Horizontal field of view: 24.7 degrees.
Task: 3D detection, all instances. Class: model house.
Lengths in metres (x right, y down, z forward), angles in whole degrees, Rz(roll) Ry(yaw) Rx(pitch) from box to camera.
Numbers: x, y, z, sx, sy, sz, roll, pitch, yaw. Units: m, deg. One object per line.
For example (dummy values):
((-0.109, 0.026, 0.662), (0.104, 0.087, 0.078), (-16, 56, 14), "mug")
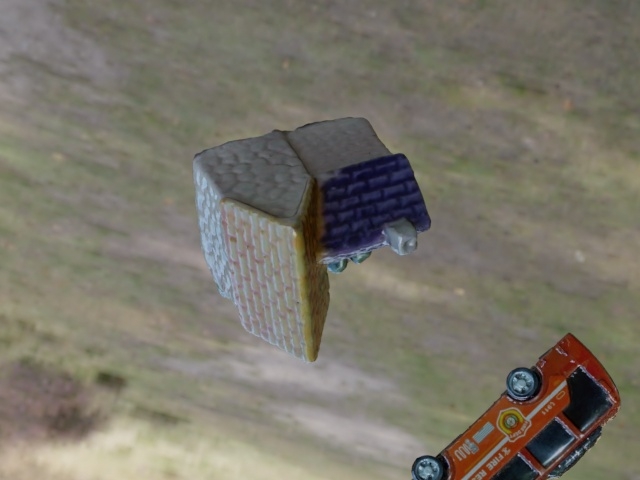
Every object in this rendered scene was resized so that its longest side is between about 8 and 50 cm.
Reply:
((0.000, 0.000, 0.729), (0.101, 0.087, 0.100), (-17, -147, -16), "model house")

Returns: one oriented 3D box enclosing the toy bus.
((0.072, 0.087, 0.578), (0.043, 0.110, 0.031), (46, 179, 16), "toy bus")
